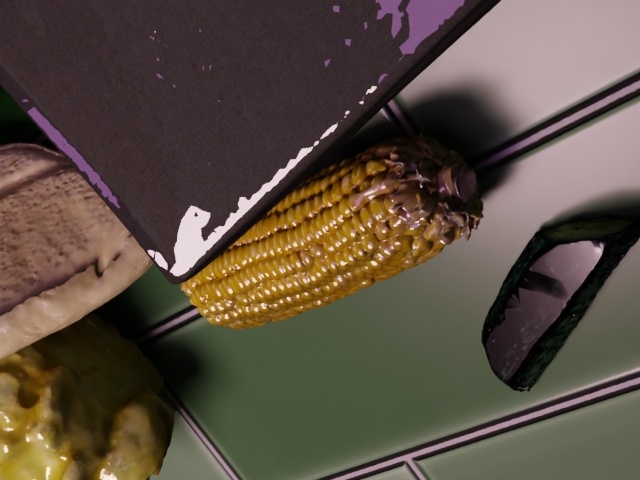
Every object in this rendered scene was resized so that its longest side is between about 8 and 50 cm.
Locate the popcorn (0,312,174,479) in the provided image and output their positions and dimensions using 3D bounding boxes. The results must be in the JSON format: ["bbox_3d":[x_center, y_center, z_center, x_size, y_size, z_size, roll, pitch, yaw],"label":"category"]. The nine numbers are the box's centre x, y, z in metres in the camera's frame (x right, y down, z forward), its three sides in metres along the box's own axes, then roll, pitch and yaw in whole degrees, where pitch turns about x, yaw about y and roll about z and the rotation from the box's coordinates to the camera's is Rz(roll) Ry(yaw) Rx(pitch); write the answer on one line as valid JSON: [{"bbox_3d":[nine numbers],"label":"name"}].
[{"bbox_3d":[-0.262,0.170,1.243,0.195,0.256,0.255,-42,61,4],"label":"popcorn"}]

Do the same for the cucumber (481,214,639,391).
[{"bbox_3d":[0.181,0.040,1.007,0.070,0.046,0.220,39,133,14],"label":"cucumber"}]

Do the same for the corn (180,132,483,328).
[{"bbox_3d":[0.000,0.000,1.046,0.318,0.115,0.115,-26,104,41],"label":"corn"}]

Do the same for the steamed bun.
[{"bbox_3d":[-0.249,-0.001,1.173,0.212,0.231,0.110,56,173,39],"label":"steamed bun"}]

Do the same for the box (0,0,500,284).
[{"bbox_3d":[-0.034,-0.188,0.844,0.251,0.204,0.345,48,125,-2],"label":"box"}]
